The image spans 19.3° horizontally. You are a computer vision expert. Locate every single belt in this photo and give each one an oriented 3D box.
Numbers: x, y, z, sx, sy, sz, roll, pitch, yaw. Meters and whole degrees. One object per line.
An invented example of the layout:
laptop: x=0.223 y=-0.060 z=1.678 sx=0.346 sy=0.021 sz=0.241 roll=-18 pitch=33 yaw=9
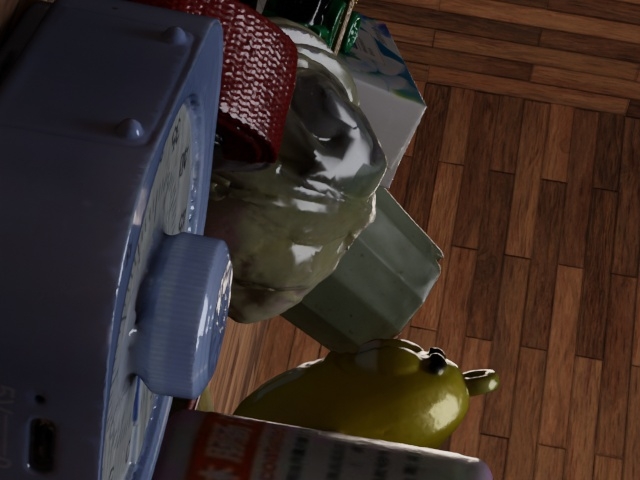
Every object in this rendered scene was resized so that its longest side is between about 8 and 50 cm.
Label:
belt: x=-0.107 y=-0.140 z=1.486 sx=0.128 sy=0.201 sz=0.124 roll=-10 pitch=-118 yaw=44

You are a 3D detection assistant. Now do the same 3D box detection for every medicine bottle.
medicine bottle: x=-0.065 y=0.251 z=1.527 sx=0.219 sy=0.388 sz=0.219 roll=10 pitch=90 yaw=-86

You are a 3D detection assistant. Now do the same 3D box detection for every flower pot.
flower pot: x=0.000 y=0.000 z=2.327 sx=0.290 sy=0.259 sz=0.290 roll=-46 pitch=-164 yaw=17

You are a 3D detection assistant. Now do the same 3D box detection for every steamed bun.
steamed bun: x=-0.044 y=-0.087 z=1.683 sx=0.268 sy=0.207 sz=0.280 roll=54 pitch=41 yaw=-25

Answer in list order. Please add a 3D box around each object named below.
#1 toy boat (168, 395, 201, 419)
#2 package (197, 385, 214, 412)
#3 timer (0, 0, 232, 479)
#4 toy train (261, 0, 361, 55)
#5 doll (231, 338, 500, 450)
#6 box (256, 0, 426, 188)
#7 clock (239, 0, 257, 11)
toy boat: x=-0.179 y=0.136 z=1.745 sx=0.079 sy=0.136 sz=0.392 roll=-4 pitch=-111 yaw=62
package: x=-0.150 y=0.306 z=1.911 sx=0.311 sy=0.165 sz=0.221 roll=-80 pitch=-167 yaw=-56
timer: x=-0.153 y=0.049 z=1.275 sx=0.395 sy=0.173 sz=0.394 roll=9 pitch=90 yaw=-88
toy train: x=-0.032 y=-0.181 z=1.885 sx=0.136 sy=0.091 sz=0.227 roll=-35 pitch=146 yaw=-72
doll: x=-0.038 y=0.230 z=2.211 sx=0.348 sy=0.423 sz=0.161 roll=-7 pitch=-77 yaw=62
box: x=-0.013 y=-0.189 z=2.119 sx=0.274 sy=0.203 sz=0.116 roll=-106 pitch=-142 yaw=-63
clock: x=-0.084 y=-0.351 z=1.860 sx=0.276 sy=0.120 sz=0.379 roll=-82 pitch=180 yaw=-55
